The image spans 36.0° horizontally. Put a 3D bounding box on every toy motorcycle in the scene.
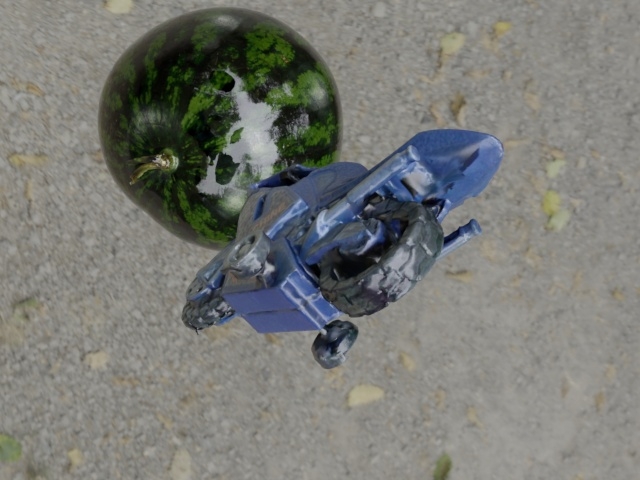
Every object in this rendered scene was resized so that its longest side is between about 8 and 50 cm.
[{"bbox_3d":[0.000,0.000,0.510,0.076,0.205,0.114,47,60,-20],"label":"toy motorcycle"}]

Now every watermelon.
[{"bbox_3d":[-0.100,-0.119,1.061,0.269,0.269,0.268,-8,110,-23],"label":"watermelon"}]
